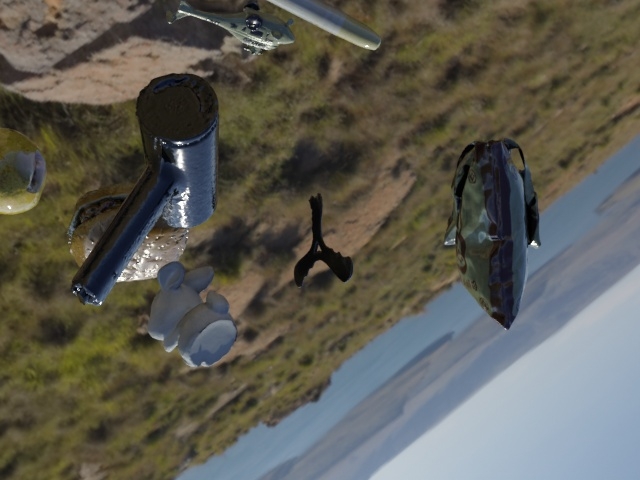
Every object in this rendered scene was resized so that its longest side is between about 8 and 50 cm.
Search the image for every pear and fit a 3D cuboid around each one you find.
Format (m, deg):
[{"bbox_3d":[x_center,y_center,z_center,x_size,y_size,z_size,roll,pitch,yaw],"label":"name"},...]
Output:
[{"bbox_3d":[-0.642,-0.136,1.404,0.178,0.178,0.178,-36,164,-12],"label":"pear"}]

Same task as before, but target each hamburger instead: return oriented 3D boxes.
[{"bbox_3d":[-0.426,-0.006,1.534,0.259,0.145,0.283,-11,159,-19],"label":"hamburger"}]

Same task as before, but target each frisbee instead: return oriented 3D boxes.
[{"bbox_3d":[0.000,0.000,1.350,0.012,0.187,0.211,-1,178,-33],"label":"frisbee"}]

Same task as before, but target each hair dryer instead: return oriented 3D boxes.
[{"bbox_3d":[-0.198,-0.036,0.766,0.251,0.089,0.197,-61,173,-29],"label":"hair dryer"}]

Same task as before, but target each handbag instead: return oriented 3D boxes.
[{"bbox_3d":[0.230,-0.020,0.934,0.127,0.235,0.213,-4,-172,12],"label":"handbag"}]

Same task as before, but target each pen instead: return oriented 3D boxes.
[{"bbox_3d":[-0.031,-0.290,0.830,0.040,0.233,0.032,-85,-159,-67],"label":"pen"}]

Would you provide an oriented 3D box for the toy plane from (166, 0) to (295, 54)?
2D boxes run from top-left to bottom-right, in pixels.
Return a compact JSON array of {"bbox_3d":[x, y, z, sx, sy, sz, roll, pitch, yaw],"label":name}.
[{"bbox_3d":[-0.193,-0.479,1.525,0.286,0.092,0.108,11,129,-22],"label":"toy plane"}]

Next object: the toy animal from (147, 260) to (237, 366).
[{"bbox_3d":[-0.260,0.149,1.397,0.127,0.193,0.178,3,126,-47],"label":"toy animal"}]
